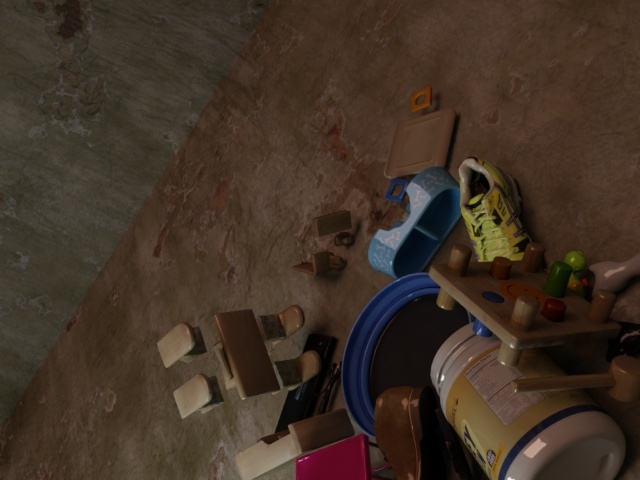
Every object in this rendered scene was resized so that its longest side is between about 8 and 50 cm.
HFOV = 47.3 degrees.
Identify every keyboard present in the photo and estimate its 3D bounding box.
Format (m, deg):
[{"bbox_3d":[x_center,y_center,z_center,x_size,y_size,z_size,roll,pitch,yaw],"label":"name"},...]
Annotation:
[{"bbox_3d":[-0.022,0.399,1.907,0.201,0.033,0.317,1,69,58],"label":"keyboard"},{"bbox_3d":[0.265,0.408,1.410,0.023,0.108,0.180,-23,77,13],"label":"keyboard"}]

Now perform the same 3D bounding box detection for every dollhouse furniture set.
[{"bbox_3d":[0.000,0.000,2.049,0.123,0.144,0.151,11,112,55],"label":"dollhouse furniture set"},{"bbox_3d":[-0.127,0.337,1.754,0.256,0.362,0.395,-38,66,39],"label":"dollhouse furniture set"}]

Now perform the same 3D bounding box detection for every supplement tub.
[{"bbox_3d":[0.355,0.307,1.304,0.228,0.228,0.316,-53,35,13],"label":"supplement tub"}]

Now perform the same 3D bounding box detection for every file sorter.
[{"bbox_3d":[0.083,0.586,1.507,0.202,0.182,0.291,-32,45,35],"label":"file sorter"}]

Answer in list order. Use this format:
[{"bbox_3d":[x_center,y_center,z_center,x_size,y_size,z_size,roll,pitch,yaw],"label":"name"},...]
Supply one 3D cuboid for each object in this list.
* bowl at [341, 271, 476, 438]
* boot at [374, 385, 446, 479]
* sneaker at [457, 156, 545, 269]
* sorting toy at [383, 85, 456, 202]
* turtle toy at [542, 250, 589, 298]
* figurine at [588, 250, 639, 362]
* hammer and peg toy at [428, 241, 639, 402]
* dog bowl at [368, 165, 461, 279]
[{"bbox_3d":[0.208,0.267,1.656,0.391,0.077,0.391,-31,45,38],"label":"bowl"},{"bbox_3d":[0.179,0.445,1.476,0.115,0.112,0.306,-6,87,33],"label":"boot"},{"bbox_3d":[0.368,-0.015,1.578,0.145,0.147,0.385,-36,45,30],"label":"sneaker"},{"bbox_3d":[0.272,-0.254,1.958,0.195,0.047,0.348,-5,64,46],"label":"sorting toy"},{"bbox_3d":[0.482,0.084,1.420,0.095,0.066,0.130,31,122,55],"label":"turtle toy"},{"bbox_3d":[0.578,0.092,1.294,0.209,0.092,0.215,-34,42,40],"label":"figurine"},{"bbox_3d":[0.379,0.128,1.259,0.361,0.265,0.128,47,131,52],"label":"hammer and peg toy"},{"bbox_3d":[0.239,-0.033,1.755,0.074,0.165,0.297,41,101,44],"label":"dog bowl"}]
